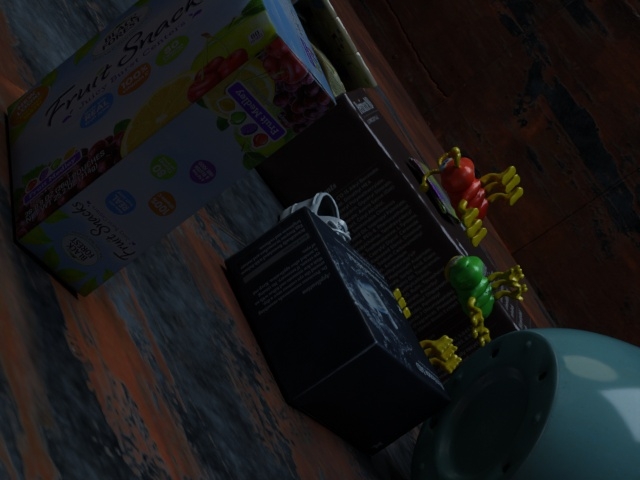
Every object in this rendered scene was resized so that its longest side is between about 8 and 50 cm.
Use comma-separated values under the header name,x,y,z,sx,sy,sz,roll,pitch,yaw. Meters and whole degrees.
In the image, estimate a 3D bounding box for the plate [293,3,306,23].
name,x,y,z,sx,sy,sz,roll,pitch,yaw
plate,-0.099,-0.363,2.156,0.188,0.024,0.188,26,1,-1

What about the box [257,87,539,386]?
name,x,y,z,sx,sy,sz,roll,pitch,yaw
box,0.098,0.013,1.753,0.381,0.143,0.191,52,11,-2

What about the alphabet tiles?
name,x,y,z,sx,sy,sz,roll,pitch,yaw
alphabet tiles,-0.029,-0.322,2.222,0.343,0.011,0.285,58,-14,-15

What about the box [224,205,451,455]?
name,x,y,z,sx,sy,sz,roll,pitch,yaw
box,0.016,0.080,1.299,0.156,0.093,0.158,40,19,-53

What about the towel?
name,x,y,z,sx,sy,sz,roll,pitch,yaw
towel,0.130,-0.057,1.718,0.083,0.009,0.060,58,11,18

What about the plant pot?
name,x,y,z,sx,sy,sz,roll,pitch,yaw
plant pot,0.223,0.211,1.308,0.235,0.293,0.293,35,17,-22

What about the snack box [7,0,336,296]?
name,x,y,z,sx,sy,sz,roll,pitch,yaw
snack box,-0.105,-0.087,0.981,0.070,0.207,0.174,47,13,-33

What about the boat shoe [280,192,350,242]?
name,x,y,z,sx,sy,sz,roll,pitch,yaw
boat shoe,0.000,0.000,1.556,0.066,0.063,0.184,52,11,-14

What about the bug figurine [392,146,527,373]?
name,x,y,z,sx,sy,sz,roll,pitch,yaw
bug figurine,0.107,0.047,1.554,0.072,0.279,0.216,20,-35,42

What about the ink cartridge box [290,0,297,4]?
name,x,y,z,sx,sy,sz,roll,pitch,yaw
ink cartridge box,-0.101,-0.383,1.870,0.171,0.232,0.168,59,14,24

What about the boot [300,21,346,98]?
name,x,y,z,sx,sy,sz,roll,pitch,yaw
boot,-0.039,-0.248,2.085,0.262,0.095,0.203,46,13,-42
